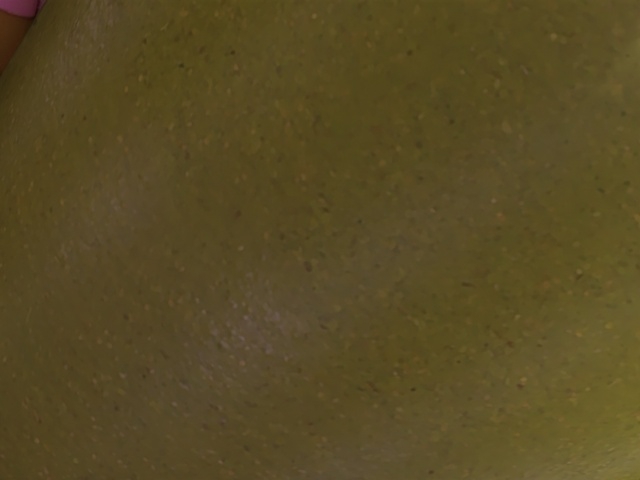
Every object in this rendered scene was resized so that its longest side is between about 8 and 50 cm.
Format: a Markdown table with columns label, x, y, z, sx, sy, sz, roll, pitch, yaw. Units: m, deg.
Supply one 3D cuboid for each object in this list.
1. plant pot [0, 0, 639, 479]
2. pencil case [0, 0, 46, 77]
| label | x | y | z | sx | sy | sz | roll | pitch | yaw |
| --- | --- | --- | --- | --- | --- | --- | --- | --- | --- |
| plant pot | 0.000 | 0.000 | 0.479 | 0.293 | 0.275 | 0.275 | -39 | 133 | 19 |
| pencil case | -0.270 | -0.140 | 0.442 | 0.386 | 0.160 | 0.167 | 10 | 118 | -32 |
